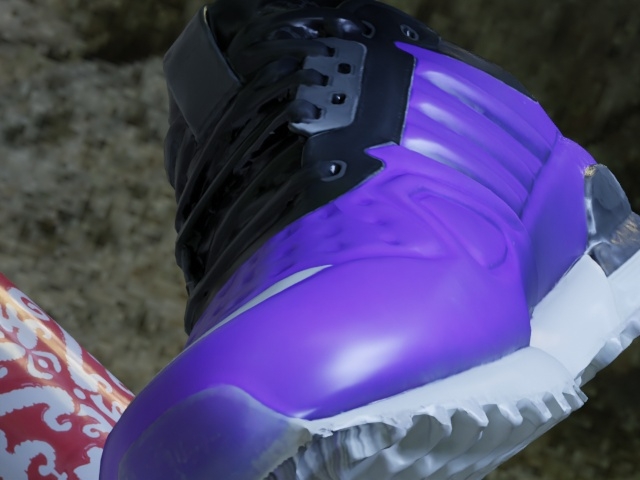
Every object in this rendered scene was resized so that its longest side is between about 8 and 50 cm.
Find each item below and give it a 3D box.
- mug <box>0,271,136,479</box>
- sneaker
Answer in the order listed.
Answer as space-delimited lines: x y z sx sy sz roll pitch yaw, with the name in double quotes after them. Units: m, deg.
-0.100 0.091 0.741 0.113 0.169 0.150 -57 171 29 "mug"
0.000 0.000 0.477 0.102 0.146 0.293 -41 173 21 "sneaker"
